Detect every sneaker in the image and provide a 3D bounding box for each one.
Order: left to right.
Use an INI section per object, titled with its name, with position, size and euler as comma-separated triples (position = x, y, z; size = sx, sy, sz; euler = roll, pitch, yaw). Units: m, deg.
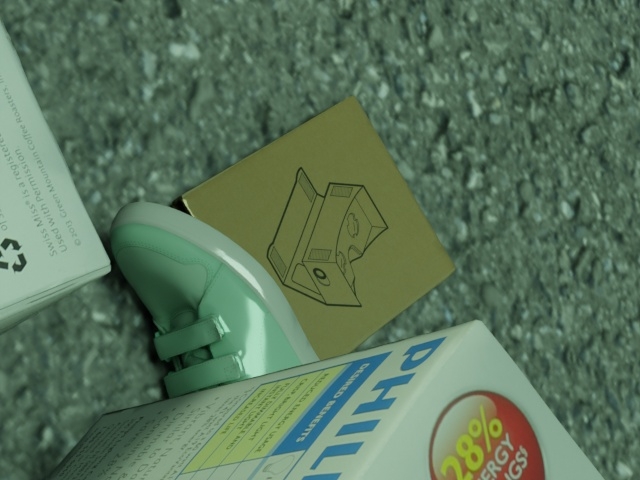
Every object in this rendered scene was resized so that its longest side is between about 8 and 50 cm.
[sneaker]
position = -0.080, 0.103, 1.150
size = 0.256, 0.094, 0.151
euler = 52, 53, -8

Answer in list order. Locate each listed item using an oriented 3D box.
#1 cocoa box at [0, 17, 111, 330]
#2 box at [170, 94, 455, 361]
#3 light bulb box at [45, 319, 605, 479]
[cocoa box]
position = -0.319, -0.071, 0.940
size = 0.231, 0.228, 0.347
euler = -24, 88, -40
[box]
position = 0.000, 0.000, 1.299
size = 0.201, 0.021, 0.164
euler = -34, 95, -41
[light bulb box]
position = -0.056, 0.259, 0.875
size = 0.225, 0.361, 0.358
euler = 51, 54, -16
